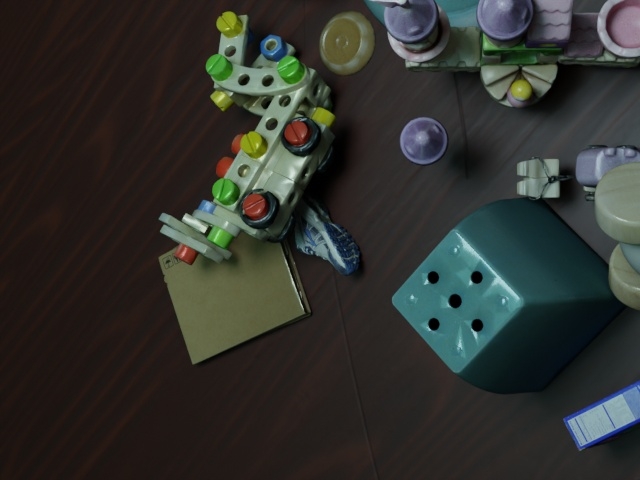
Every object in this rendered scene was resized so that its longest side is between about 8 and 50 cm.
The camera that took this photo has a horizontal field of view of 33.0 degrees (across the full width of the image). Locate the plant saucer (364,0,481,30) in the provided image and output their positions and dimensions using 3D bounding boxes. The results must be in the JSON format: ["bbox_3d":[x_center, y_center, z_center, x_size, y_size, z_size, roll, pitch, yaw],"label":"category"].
[{"bbox_3d":[0.162,-0.387,1.288,0.318,0.044,0.317,0,90,31],"label":"plant saucer"}]

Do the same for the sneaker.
[{"bbox_3d":[0.000,0.000,1.380,0.058,0.052,0.135,-51,56,25],"label":"sneaker"}]

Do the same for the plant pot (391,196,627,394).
[{"bbox_3d":[0.192,0.060,1.151,0.165,0.234,0.165,49,112,22],"label":"plant pot"}]

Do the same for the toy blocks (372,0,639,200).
[{"bbox_3d":[0.204,-0.198,1.088,0.289,0.260,0.309,2,91,8],"label":"toy blocks"}]

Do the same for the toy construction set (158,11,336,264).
[{"bbox_3d":[-0.097,-0.109,1.362,0.215,0.151,0.327,26,97,27],"label":"toy construction set"}]

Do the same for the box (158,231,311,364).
[{"bbox_3d":[-0.120,0.059,1.464,0.201,0.021,0.164,-26,76,28],"label":"box"}]

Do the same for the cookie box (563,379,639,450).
[{"bbox_3d":[0.327,0.181,1.151,0.107,0.092,0.040,-34,69,27],"label":"cookie box"}]

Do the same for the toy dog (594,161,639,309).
[{"bbox_3d":[0.429,0.007,1.048,0.334,0.220,0.161,31,67,11],"label":"toy dog"}]

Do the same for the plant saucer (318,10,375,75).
[{"bbox_3d":[0.030,-0.253,1.381,0.083,0.015,0.083,0,89,32],"label":"plant saucer"}]
